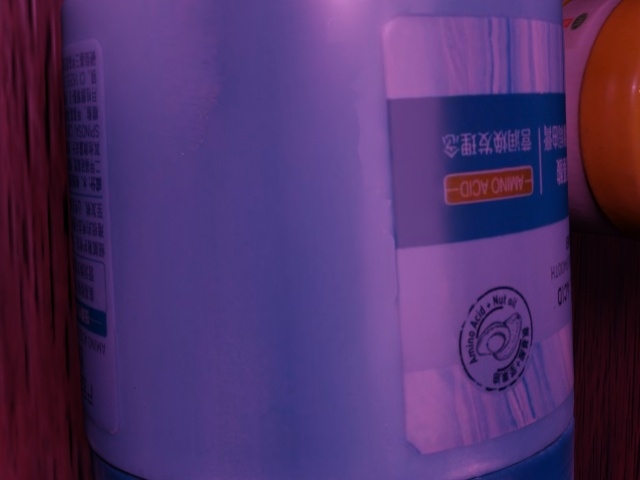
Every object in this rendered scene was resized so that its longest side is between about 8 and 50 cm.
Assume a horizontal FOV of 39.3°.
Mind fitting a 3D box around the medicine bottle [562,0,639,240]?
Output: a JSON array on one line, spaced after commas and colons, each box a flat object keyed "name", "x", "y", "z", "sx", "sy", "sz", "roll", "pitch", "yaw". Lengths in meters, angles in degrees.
[{"name": "medicine bottle", "x": 0.280, "y": -0.122, "z": 0.872, "sx": 0.238, "sy": 0.232, "sz": 0.238, "roll": -6, "pitch": 100, "yaw": -37}]

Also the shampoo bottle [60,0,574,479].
[{"name": "shampoo bottle", "x": 0.000, "y": 0.000, "z": 0.610, "sx": 0.331, "sy": 0.331, "sz": 0.342, "roll": -8, "pitch": 98, "yaw": -37}]
